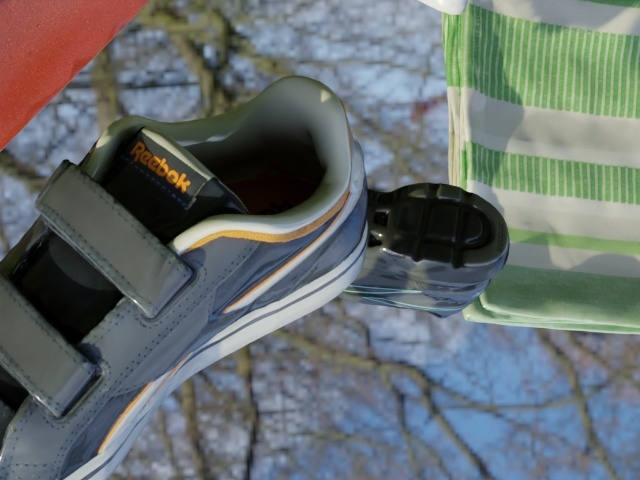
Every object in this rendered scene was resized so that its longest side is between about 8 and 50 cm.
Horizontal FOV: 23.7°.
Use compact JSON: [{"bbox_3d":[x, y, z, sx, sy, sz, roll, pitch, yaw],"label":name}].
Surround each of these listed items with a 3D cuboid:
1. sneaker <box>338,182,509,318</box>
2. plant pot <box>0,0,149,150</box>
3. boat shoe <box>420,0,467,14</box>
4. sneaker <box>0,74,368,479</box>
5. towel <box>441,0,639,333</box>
[{"bbox_3d":[0.000,0.000,1.123,0.267,0.106,0.101,16,-124,0],"label":"sneaker"},{"bbox_3d":[-0.394,-0.300,1.653,0.267,0.267,0.236,43,179,38],"label":"plant pot"},{"bbox_3d":[0.044,-0.238,1.228,0.083,0.076,0.226,-6,-155,-29],"label":"boat shoe"},{"bbox_3d":[-0.108,0.024,0.753,0.321,0.127,0.126,-37,-121,-27],"label":"sneaker"},{"bbox_3d":[0.224,-0.081,1.359,0.248,0.325,0.038,4,164,-21],"label":"towel"}]
